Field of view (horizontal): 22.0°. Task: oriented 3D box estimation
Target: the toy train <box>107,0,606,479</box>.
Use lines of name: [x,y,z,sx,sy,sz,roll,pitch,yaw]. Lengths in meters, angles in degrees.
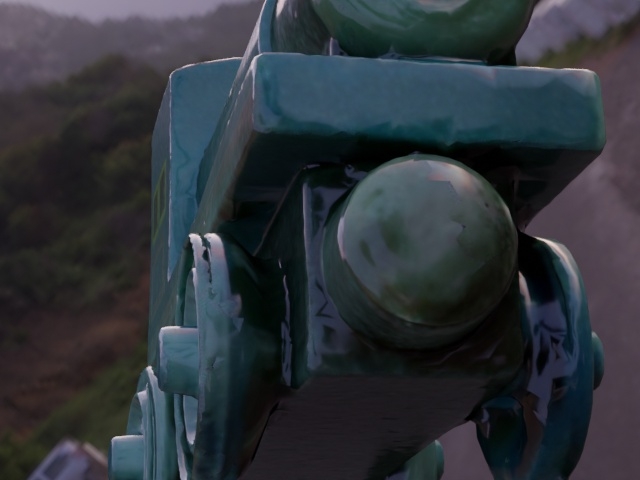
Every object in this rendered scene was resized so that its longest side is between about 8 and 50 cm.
toy train: [0.000,0.000,0.527,0.298,0.120,0.194,124,147,-69]
